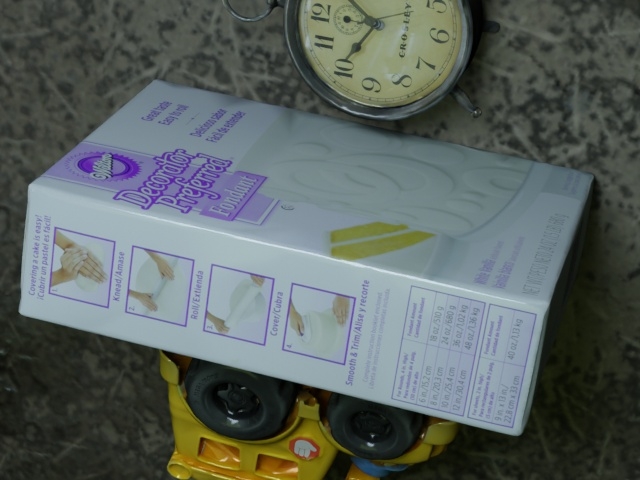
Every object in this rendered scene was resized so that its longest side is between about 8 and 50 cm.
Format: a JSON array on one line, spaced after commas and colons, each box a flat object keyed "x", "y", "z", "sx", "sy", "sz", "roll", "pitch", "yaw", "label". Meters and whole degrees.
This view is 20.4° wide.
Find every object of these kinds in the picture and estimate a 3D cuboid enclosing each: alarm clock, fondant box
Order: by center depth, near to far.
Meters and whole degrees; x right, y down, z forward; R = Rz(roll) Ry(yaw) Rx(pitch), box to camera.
[{"x": 0.000, "y": 0.000, "z": 1.174, "sx": 0.330, "sy": 0.238, "sz": 0.096, "roll": 12, "pitch": 114, "yaw": 11, "label": "fondant box"}, {"x": 0.025, "y": -0.154, "z": 1.204, "sx": 0.192, "sy": 0.064, "sz": 0.129, "roll": 12, "pitch": 114, "yaw": 8, "label": "alarm clock"}]

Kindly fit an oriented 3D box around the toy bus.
[{"x": -0.004, "y": 0.130, "z": 1.290, "sx": 0.220, "sy": 0.149, "sz": 0.211, "roll": 12, "pitch": 126, "yaw": 8, "label": "toy bus"}]
